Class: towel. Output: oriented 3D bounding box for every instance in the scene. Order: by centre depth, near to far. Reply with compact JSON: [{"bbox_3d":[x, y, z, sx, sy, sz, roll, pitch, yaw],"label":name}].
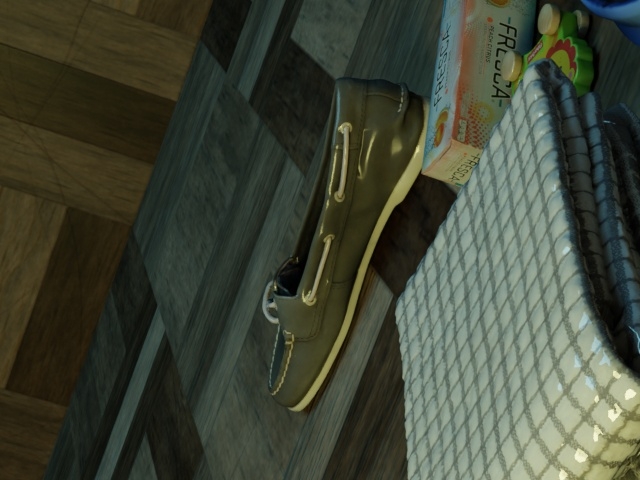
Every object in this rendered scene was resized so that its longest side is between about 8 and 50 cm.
[{"bbox_3d":[0.140,0.072,1.040,0.283,0.121,0.235,-93,24,-50],"label":"towel"}]

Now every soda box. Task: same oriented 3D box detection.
[{"bbox_3d":[0.126,-0.130,1.417,0.058,0.063,0.183,130,154,-56],"label":"soda box"}]

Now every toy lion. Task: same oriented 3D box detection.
[{"bbox_3d":[0.169,-0.117,1.320,0.100,0.034,0.096,129,147,-54],"label":"toy lion"}]

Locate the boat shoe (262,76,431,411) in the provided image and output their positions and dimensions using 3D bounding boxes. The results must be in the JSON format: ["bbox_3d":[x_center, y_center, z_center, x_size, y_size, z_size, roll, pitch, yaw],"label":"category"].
[{"bbox_3d":[0.000,0.000,1.656,0.112,0.096,0.335,-105,36,-64],"label":"boat shoe"}]

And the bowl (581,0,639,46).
[{"bbox_3d":[0.263,-0.299,1.097,0.391,0.077,0.391,-163,90,-75],"label":"bowl"}]
